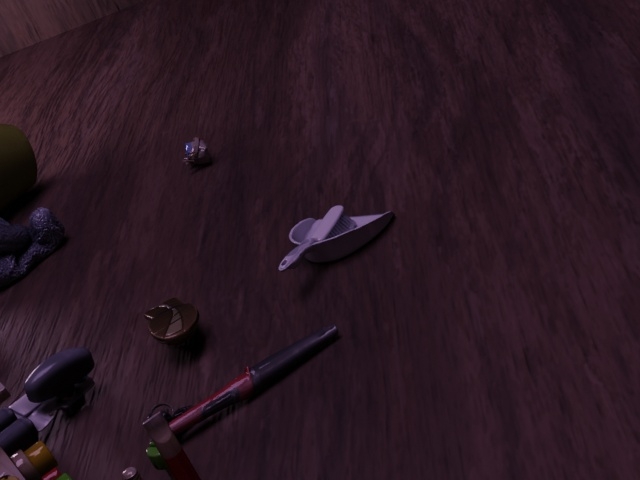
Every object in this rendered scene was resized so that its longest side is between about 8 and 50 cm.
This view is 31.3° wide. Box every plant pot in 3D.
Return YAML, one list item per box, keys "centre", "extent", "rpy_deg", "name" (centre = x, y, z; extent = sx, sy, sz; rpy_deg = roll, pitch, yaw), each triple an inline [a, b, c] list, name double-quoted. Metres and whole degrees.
- centre: [-0.724, -0.125, 2.266]
  extent: [0.294, 0.274, 0.275]
  rpy_deg: [-23, 21, -38]
  name: "plant pot"

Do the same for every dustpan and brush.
- centre: [0.000, 0.000, 1.633]
  extent: [0.147, 0.060, 0.211]
  rpy_deg: [-4, 33, 33]
  name: "dustpan and brush"

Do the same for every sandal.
- centre: [-0.206, 0.121, 1.605]
  extent: [0.072, 0.049, 0.180]
  rpy_deg: [-24, 12, -13]
  name: "sandal"

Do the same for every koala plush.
- centre: [-0.607, -0.038, 2.011]
  extent: [0.196, 0.221, 0.203]
  rpy_deg: [-2, 34, 35]
  name: "koala plush"

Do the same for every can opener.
- centre: [-0.413, 0.240, 1.497]
  extent: [0.074, 0.093, 0.280]
  rpy_deg: [16, 44, 35]
  name: "can opener"

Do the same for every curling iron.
- centre: [-0.099, 0.173, 1.428]
  extent: [0.274, 0.035, 0.068]
  rpy_deg: [-30, 28, -11]
  name: "curling iron"

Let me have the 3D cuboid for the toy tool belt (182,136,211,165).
- centre: [-0.238, -0.166, 2.135]
  extent: [0.051, 0.052, 0.083]
  rpy_deg: [-18, 26, -8]
  name: "toy tool belt"

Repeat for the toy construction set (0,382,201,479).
- centre: [-0.302, 0.251, 1.229]
  extent: [0.309, 0.237, 0.257]
  rpy_deg: [-23, 27, 2]
  name: "toy construction set"
